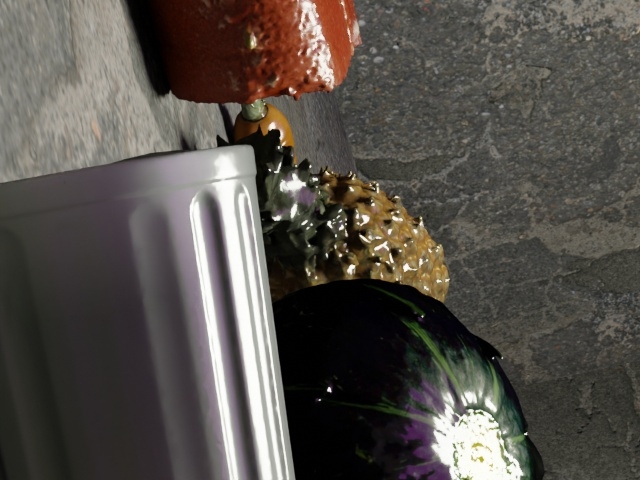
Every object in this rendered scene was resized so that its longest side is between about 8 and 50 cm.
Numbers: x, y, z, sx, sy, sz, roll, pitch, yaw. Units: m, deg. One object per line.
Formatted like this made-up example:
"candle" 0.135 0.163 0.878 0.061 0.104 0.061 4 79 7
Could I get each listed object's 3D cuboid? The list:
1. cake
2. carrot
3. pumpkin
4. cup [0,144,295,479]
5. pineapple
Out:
"cake" -0.068 -0.218 1.413 0.283 0.177 0.151 -74 151 -66
"carrot" -0.046 -0.046 1.752 0.069 0.069 0.336 -96 174 -47
"pumpkin" 0.008 0.179 1.133 0.296 0.296 0.296 -13 90 -84
"cup" -0.090 0.066 0.677 0.221 0.167 0.202 -22 102 -81
"pineapple" 0.000 0.000 1.523 0.362 0.202 0.202 50 27 -60
